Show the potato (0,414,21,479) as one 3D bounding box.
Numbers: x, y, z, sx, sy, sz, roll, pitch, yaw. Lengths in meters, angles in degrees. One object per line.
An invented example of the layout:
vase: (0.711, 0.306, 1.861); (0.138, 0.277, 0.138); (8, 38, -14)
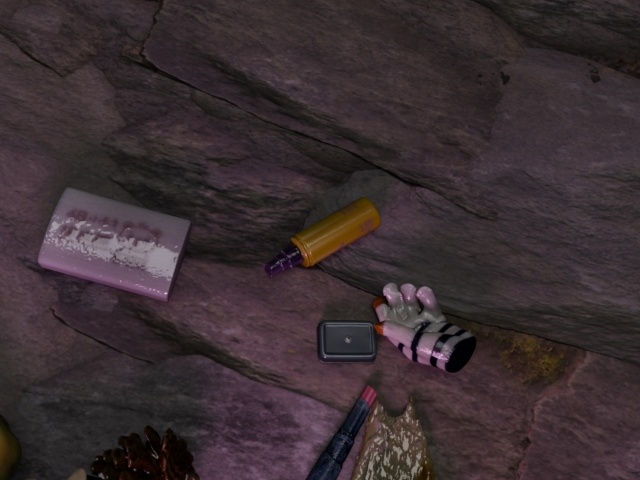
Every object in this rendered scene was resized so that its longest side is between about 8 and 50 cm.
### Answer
potato: (-0.661, 0.384, 1.431); (0.228, 0.148, 0.197); (-34, 89, -19)

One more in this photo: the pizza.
pizza: (0.152, 0.429, 1.603); (0.181, 0.034, 0.262); (14, 66, -2)

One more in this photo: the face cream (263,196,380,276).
face cream: (0.000, 0.000, 1.735); (0.273, 0.078, 0.078); (-30, 75, -19)

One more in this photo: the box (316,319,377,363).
box: (0.056, 0.209, 1.681); (0.126, 0.031, 0.091); (2, 67, -7)

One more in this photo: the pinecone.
pinecone: (-0.327, 0.436, 1.448); (0.212, 0.168, 0.185); (-21, 113, -11)

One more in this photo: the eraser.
eraser: (-0.418, 0.007, 1.659); (0.270, 0.095, 0.174); (16, 69, -1)

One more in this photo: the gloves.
gloves: (0.204, 0.183, 1.680); (0.219, 0.131, 0.140); (27, 64, 36)

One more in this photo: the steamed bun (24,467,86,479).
steamed bun: (-0.461, 0.519, 1.331); (0.428, 0.189, 0.247); (-1, 96, 25)

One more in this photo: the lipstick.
lipstick: (0.045, 0.389, 1.598); (0.053, 0.053, 0.234); (30, 62, 4)
